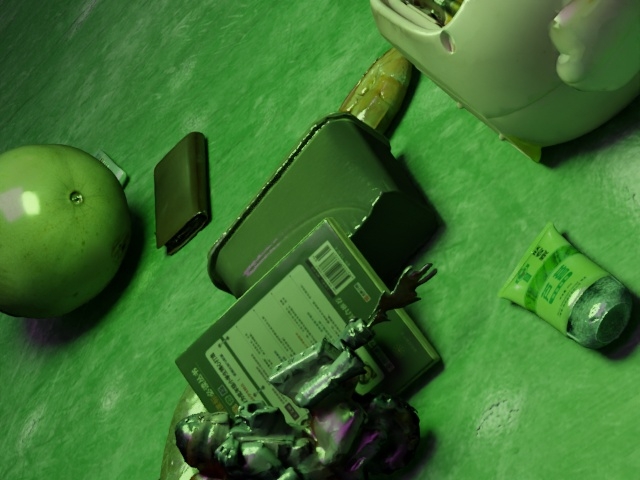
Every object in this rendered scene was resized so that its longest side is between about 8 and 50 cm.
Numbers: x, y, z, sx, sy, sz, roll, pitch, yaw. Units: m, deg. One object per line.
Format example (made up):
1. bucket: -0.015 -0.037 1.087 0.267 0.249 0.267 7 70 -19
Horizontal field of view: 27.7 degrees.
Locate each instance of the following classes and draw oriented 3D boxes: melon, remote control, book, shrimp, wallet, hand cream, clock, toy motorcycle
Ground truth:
1. melon: -0.436 -0.015 2.027 0.330 0.268 0.269 -34 36 56
2. remote control: -0.374 -0.113 2.248 0.061 0.029 0.162 -54 27 2
3. book: -0.021 0.133 1.451 0.264 0.027 0.202 -44 74 21
4. shrimp: 0.044 -0.158 1.698 0.133 0.053 0.236 13 70 54
5. wallet: -0.214 -0.074 1.994 0.110 0.031 0.198 -40 36 26
6. hand cream: 0.238 0.047 1.265 0.095 0.046 0.175 -57 30 6
7. clock: 0.238 -0.311 1.380 0.377 0.250 0.368 -53 33 8
8. toy motorcycle: -0.009 0.189 1.348 0.401 0.207 0.134 -48 1 12

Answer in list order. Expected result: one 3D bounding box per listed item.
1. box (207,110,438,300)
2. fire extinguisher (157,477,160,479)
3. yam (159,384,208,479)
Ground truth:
1. box: 0.000 0.000 1.552 0.274 0.138 0.178 -52 39 13
2. fire extinguisher: -0.161 0.283 1.610 0.132 0.039 0.056 -45 67 18
3. yam: -0.135 0.274 1.523 0.106 0.106 0.259 -26 44 40
